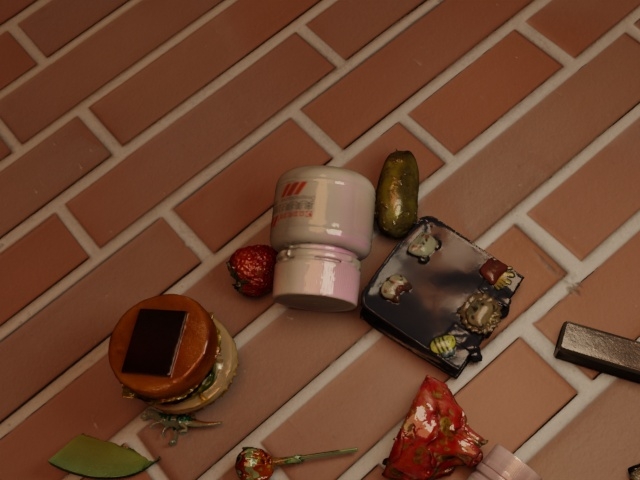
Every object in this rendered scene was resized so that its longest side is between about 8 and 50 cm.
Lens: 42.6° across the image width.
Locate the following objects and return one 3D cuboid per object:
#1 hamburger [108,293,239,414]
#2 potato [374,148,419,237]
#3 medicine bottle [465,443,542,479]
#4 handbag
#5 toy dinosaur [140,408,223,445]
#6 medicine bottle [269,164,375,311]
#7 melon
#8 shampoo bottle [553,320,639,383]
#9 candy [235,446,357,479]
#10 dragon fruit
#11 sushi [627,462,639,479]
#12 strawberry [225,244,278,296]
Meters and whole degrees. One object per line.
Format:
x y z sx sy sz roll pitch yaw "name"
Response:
-0.344 0.279 1.962 0.291 0.225 0.290 -7 59 11 "hamburger"
0.197 -0.124 2.124 0.113 0.149 0.251 -4 69 16 "potato"
0.354 0.575 1.770 0.133 0.133 0.249 37 80 21 "medicine bottle"
0.297 0.135 2.008 0.329 0.122 0.303 33 73 18 "handbag"
-0.339 0.431 1.995 0.187 0.044 0.106 -22 49 -2 "toy dinosaur"
0.000 0.000 2.033 0.256 0.256 0.324 4 75 9 "medicine bottle"
-0.515 0.526 1.979 0.262 0.053 0.114 5 47 5 "melon"
0.678 0.266 1.917 0.246 0.080 0.079 16 70 15 "shampoo bottle"
-0.057 0.504 1.907 0.288 0.078 0.084 -10 94 -1 "candy"
0.278 0.442 1.859 0.212 0.134 0.262 22 68 7 "dragon fruit"
0.726 0.516 1.822 0.083 0.044 0.046 -20 86 0 "sushi"
-0.159 0.075 2.094 0.148 0.131 0.131 -15 64 -2 "strawberry"
